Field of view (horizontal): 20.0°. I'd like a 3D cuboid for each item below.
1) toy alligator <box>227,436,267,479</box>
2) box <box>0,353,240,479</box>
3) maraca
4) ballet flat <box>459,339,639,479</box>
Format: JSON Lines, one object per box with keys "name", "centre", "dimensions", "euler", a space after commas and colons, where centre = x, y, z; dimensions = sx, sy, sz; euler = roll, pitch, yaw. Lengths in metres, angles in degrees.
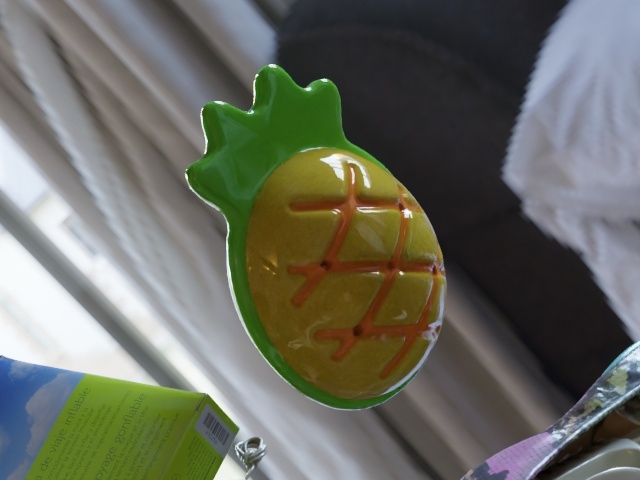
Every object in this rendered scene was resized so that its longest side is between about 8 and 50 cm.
{"name": "toy alligator", "centre": [-0.062, 0.207, 1.264], "dimensions": [0.056, 0.051, 0.189], "euler": [-3, 25, 14]}
{"name": "box", "centre": [-0.141, 0.121, 0.956], "dimensions": [0.178, 0.042, 0.109], "euler": [6, 57, 38]}
{"name": "maraca", "centre": [0.000, 0.000, 0.946], "dimensions": [0.127, 0.185, 0.099], "euler": [-38, 16, -36]}
{"name": "ballet flat", "centre": [0.155, 0.112, 0.937], "dimensions": [0.221, 0.077, 0.079], "euler": [-28, 18, -35]}
